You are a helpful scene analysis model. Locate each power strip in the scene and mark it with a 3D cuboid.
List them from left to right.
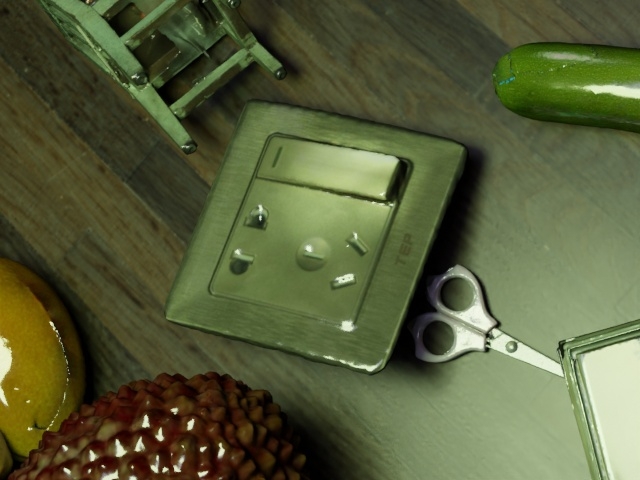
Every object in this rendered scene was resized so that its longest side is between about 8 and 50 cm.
[{"bbox_3d":[0.001,-0.001,1.894,0.257,0.092,0.251,14,78,28],"label":"power strip"}]

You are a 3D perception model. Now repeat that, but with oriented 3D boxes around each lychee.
[{"bbox_3d":[-0.150,0.278,1.797,0.306,0.306,0.330,40,105,26],"label":"lychee"}]

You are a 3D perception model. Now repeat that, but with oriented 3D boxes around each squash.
[{"bbox_3d":[0.311,-0.134,1.780,0.331,0.087,0.087,12,86,25],"label":"squash"}]

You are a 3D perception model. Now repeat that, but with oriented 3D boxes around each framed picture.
[{"bbox_3d":[0.334,0.186,1.741,0.197,0.014,0.252,-18,76,22],"label":"framed picture"}]

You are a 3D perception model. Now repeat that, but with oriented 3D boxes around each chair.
[{"bbox_3d":[-0.176,-0.230,1.983,0.147,0.136,0.270,-41,47,-5],"label":"chair"}]

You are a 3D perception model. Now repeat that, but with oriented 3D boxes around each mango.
[{"bbox_3d":[-0.334,0.121,2.005,0.166,0.136,0.236,-30,77,11],"label":"mango"}]

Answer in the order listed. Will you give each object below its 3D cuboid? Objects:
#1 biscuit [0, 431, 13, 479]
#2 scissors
[{"bbox_3d":[-0.434,0.317,1.995,0.381,0.074,0.359,17,110,29],"label":"biscuit"},{"bbox_3d":[0.172,0.096,1.841,0.189,0.015,0.100,25,93,24],"label":"scissors"}]
